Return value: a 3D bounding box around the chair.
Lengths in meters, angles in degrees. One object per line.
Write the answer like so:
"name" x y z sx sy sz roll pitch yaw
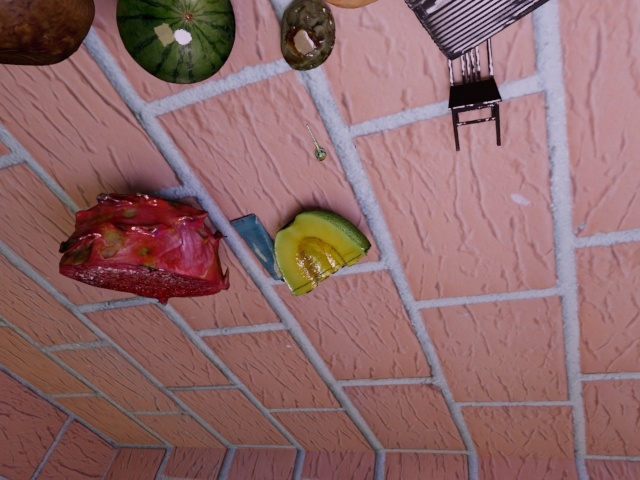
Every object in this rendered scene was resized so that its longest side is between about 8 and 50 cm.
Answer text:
"chair" 0.254 -0.269 0.752 0.084 0.102 0.213 -5 133 19

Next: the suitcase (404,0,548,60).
"suitcase" 0.244 -0.409 0.543 0.335 0.152 0.229 -26 140 33

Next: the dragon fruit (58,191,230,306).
"dragon fruit" -0.405 0.011 1.084 0.385 0.249 0.371 5 163 -7

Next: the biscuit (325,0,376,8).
"biscuit" 0.057 -0.457 0.481 0.384 0.062 0.366 4 100 36

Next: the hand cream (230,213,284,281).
"hand cream" -0.151 0.026 1.194 0.083 0.048 0.224 -15 122 26

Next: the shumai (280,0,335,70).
"shumai" -0.027 -0.338 0.766 0.098 0.087 0.124 12 137 1

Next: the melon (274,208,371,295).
"melon" 0.000 0.000 1.079 0.265 0.129 0.169 -34 96 41

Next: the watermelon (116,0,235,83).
"watermelon" -0.235 -0.356 0.739 0.187 0.214 0.188 -8 111 -21

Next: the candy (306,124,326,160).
"candy" -0.012 -0.205 0.944 0.023 0.025 0.083 -28 116 2

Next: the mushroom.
"mushroom" -0.524 -0.379 0.690 0.345 0.345 0.239 -16 86 28
